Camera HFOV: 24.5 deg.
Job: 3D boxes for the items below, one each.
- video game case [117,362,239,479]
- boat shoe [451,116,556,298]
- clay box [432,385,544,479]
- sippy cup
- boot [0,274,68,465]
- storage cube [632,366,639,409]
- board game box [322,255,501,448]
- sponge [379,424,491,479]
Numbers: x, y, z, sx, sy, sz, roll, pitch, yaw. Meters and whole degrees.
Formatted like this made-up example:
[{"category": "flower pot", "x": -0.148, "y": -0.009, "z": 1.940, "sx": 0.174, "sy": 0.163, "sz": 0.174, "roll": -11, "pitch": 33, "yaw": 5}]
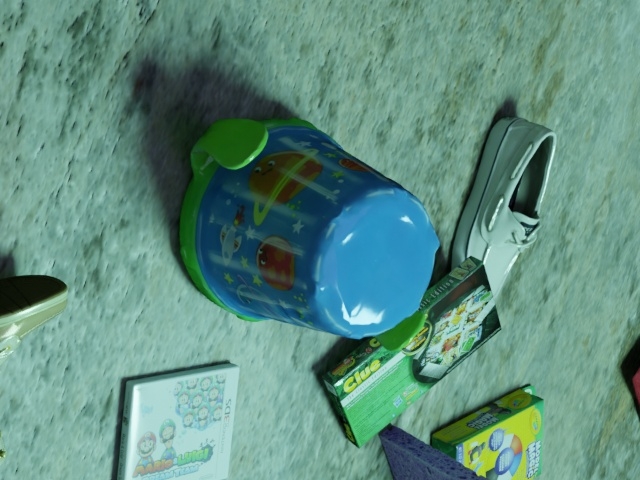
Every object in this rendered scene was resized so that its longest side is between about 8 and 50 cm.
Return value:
[{"category": "video game case", "x": -0.163, "y": 0.220, "z": 1.694, "sx": 0.157, "sy": 0.019, "sz": 0.143, "roll": -6, "pitch": 108, "yaw": -44}, {"category": "boat shoe", "x": 0.252, "y": -0.029, "z": 1.968, "sx": 0.096, "sy": 0.088, "sz": 0.267, "roll": 14, "pitch": 94, "yaw": -47}, {"category": "clay box", "x": 0.251, "y": 0.302, "z": 2.115, "sx": 0.222, "sy": 0.053, "sz": 0.127, "roll": -20, "pitch": 119, "yaw": -38}, {"category": "sippy cup", "x": 0.000, "y": 0.000, "z": 1.604, "sx": 0.306, "sy": 0.224, "sz": 0.240, "roll": 5, "pitch": 101, "yaw": -37}, {"category": "boot", "x": -0.331, "y": 0.140, "z": 1.455, "sx": 0.213, "sy": 0.077, "sz": 0.165, "roll": -29, "pitch": 123, "yaw": -29}, {"category": "storage cube", "x": 0.639, "y": 0.233, "z": 2.355, "sx": 0.215, "sy": 0.193, "sz": 0.183, "roll": -50, "pitch": 144, "yaw": -19}, {"category": "board game box", "x": 0.123, "y": 0.144, "z": 1.906, "sx": 0.260, "sy": 0.030, "sz": 0.136, "roll": -37, "pitch": 138, "yaw": -18}, {"category": "sponge", "x": 0.167, "y": 0.330, "z": 1.929, "sx": 0.031, "sy": 0.210, "sz": 0.117, "roll": -35, "pitch": 129, "yaw": -27}]
